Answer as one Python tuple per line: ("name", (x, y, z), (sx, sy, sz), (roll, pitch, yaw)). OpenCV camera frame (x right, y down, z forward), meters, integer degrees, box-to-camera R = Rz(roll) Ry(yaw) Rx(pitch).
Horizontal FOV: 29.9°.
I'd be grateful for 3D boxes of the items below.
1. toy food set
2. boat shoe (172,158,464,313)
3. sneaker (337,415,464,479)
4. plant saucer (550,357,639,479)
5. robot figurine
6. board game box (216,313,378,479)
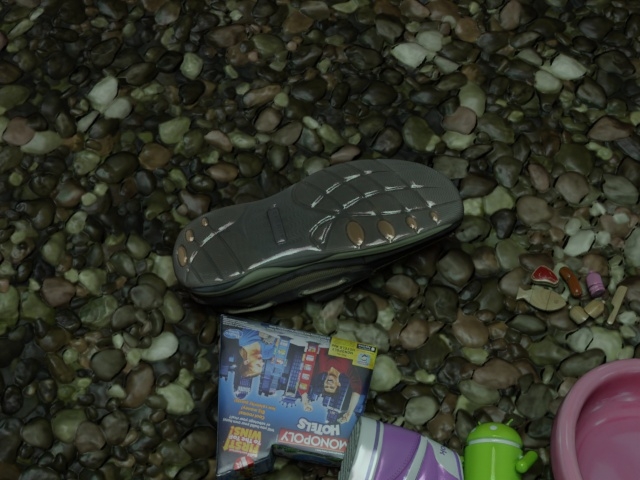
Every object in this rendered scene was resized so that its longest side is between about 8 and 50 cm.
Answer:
("toy food set", (0.311, 0.065, 1.482), (0.122, 0.019, 0.078), (20, 64, 21))
("boat shoe", (0.000, 0.000, 1.469), (0.355, 0.130, 0.132), (-13, 59, 3))
("sneaker", (0.076, 0.347, 1.290), (0.161, 0.102, 0.282), (20, 82, -7))
("plant saucer", (0.385, 0.278, 1.270), (0.332, 0.084, 0.332), (15, 43, -14))
("robot figurine", (0.195, 0.258, 1.357), (0.101, 0.067, 0.115), (-10, 59, 31))
("board game box", (-0.046, 0.202, 1.403), (0.194, 0.060, 0.194), (11, 65, 8))
